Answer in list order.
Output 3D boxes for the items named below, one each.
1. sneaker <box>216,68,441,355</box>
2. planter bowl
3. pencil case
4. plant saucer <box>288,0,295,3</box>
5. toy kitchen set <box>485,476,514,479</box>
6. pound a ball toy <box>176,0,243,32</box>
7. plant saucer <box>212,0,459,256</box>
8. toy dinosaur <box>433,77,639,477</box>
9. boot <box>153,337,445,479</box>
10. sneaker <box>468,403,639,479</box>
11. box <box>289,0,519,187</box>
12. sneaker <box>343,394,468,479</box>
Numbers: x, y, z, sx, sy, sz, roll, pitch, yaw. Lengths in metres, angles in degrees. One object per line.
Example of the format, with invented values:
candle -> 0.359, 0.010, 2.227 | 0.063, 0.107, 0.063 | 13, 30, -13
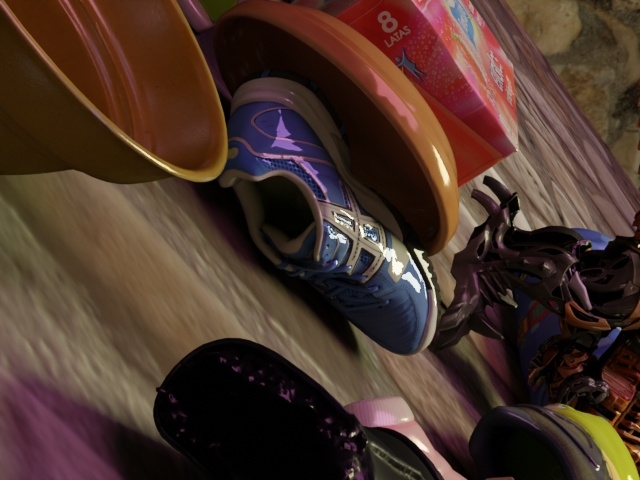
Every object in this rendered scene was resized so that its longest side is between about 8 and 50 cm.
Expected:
sneaker -> 0.000, 0.000, 1.001 | 0.211, 0.080, 0.081 | 53, 41, -27
planter bowl -> -0.136, -0.094, 0.673 | 0.217, 0.090, 0.217 | 53, 14, -20
pencil case -> 0.242, 0.097, 1.467 | 0.133, 0.119, 0.306 | 30, 21, -10
plant saucer -> -0.013, -0.246, 1.511 | 0.198, 0.036, 0.198 | 51, 16, -21
toy kitchen set -> 0.070, 0.174, 0.868 | 0.075, 0.083, 0.068 | -119, -151, -67
pound a ball toy -> -0.055, -0.296, 1.131 | 0.319, 0.208, 0.136 | 54, 15, -11
plant saucer -> 0.015, -0.074, 1.034 | 0.200, 0.037, 0.200 | 40, -18, 16
toy dinosaur -> 0.211, 0.042, 1.259 | 0.164, 0.218, 0.321 | 61, 43, -75
boot -> 0.034, 0.163, 0.689 | 0.246, 0.094, 0.207 | 57, 9, 26
sneaker -> 0.174, 0.228, 1.051 | 0.121, 0.111, 0.300 | 23, 31, -50
box -> 0.050, -0.127, 1.256 | 0.154, 0.142, 0.300 | 55, 15, -10
sneaker -> 0.050, 0.123, 0.916 | 0.134, 0.051, 0.070 | 30, 36, -53
